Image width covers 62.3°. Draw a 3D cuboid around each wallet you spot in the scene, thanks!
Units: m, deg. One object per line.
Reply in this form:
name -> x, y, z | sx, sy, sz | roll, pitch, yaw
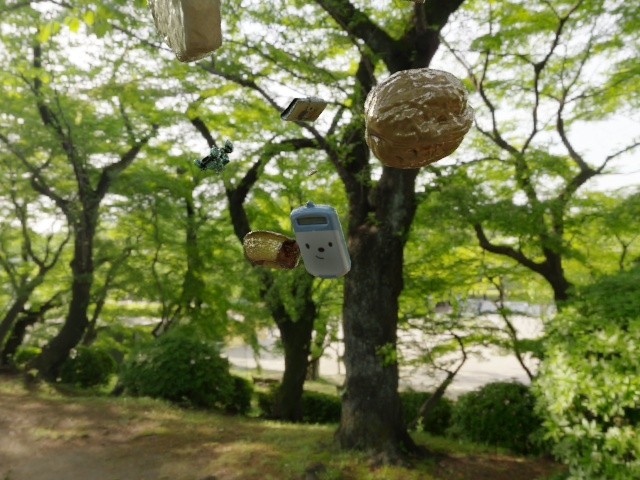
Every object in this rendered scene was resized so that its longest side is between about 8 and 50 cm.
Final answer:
wallet -> -0.055, -0.462, 1.880 | 0.155, 0.039, 0.110 | -13, -22, -46

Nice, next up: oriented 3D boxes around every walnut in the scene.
walnut -> 0.227, -0.284, 1.230 | 0.257, 0.224, 0.257 | -4, 39, 4

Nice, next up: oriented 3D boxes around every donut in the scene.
donut -> -0.129, 0.030, 1.406 | 0.166, 0.073, 0.184 | 18, -14, -28

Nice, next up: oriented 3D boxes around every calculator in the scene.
calculator -> 0.000, 0.000, 1.264 | 0.121, 0.210, 0.039 | -3, 29, 26

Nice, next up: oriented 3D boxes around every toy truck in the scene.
toy truck -> -0.299, -0.238, 1.564 | 0.080, 0.078, 0.154 | -31, 11, 20

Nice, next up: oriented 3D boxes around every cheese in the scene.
cheese -> -0.370, -0.642, 1.416 | 0.115, 0.318, 0.326 | -23, -30, -26

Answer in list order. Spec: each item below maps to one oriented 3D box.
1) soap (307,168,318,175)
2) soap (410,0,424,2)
soap -> -0.024, -0.210, 1.638 | 0.034, 0.012, 0.089 | -30, 8, -3
soap -> 0.260, -0.812, 1.495 | 0.139, 0.182, 0.199 | 16, -25, 11
